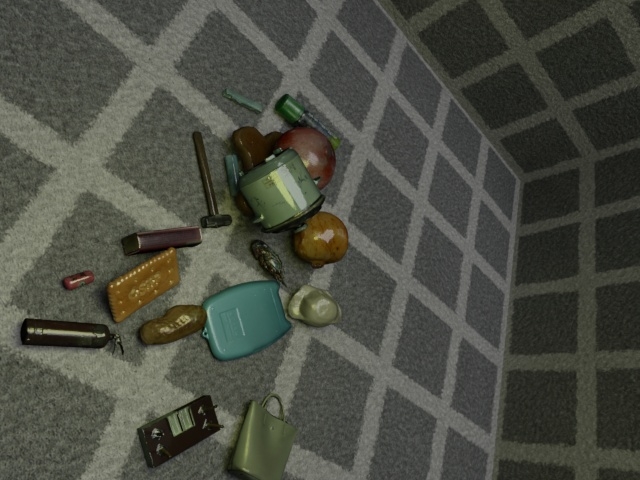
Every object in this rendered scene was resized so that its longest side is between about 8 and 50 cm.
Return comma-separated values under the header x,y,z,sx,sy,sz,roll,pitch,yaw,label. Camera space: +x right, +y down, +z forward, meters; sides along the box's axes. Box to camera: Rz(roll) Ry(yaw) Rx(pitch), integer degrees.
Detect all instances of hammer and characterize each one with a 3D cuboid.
x,y,z,sx,sy,sz,roll,pitch,yaw,label
-0.699,0.115,1.418,0.083,0.043,0.043,-23,94,-46,hammer
-0.413,-0.225,1.795,0.111,0.043,0.366,-7,82,-44,hammer

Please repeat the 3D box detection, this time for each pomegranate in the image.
x,y,z,sx,sy,sz,roll,pitch,yaw,label
0.000,0.000,1.997,0.248,0.248,0.249,15,68,-40,pomegranate

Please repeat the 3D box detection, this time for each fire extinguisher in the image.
x,y,z,sx,sy,sz,roll,pitch,yaw,label
-0.681,0.272,1.364,0.267,0.072,0.089,15,59,-40,fire extinguisher

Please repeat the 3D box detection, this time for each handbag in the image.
x,y,z,sx,sy,sz,roll,pitch,yaw,label
-0.181,0.683,1.700,0.241,0.109,0.316,44,48,-26,handbag

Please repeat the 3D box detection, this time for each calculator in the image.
x,y,z,sx,sy,sz,roll,pitch,yaw,label
-0.264,0.283,1.776,0.386,0.054,0.257,-15,88,-44,calculator

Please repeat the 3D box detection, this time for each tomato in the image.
x,y,z,sx,sy,sz,roll,pitch,yaw,label
-0.057,-0.321,1.945,0.270,0.226,0.271,30,53,-50,tomato

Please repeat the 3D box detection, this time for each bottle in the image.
x,y,z,sx,sy,sz,roll,pitch,yaw,label
-0.055,-0.517,2.187,0.330,0.093,0.093,35,56,-31,bottle

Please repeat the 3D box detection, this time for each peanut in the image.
x,y,z,sx,sy,sz,roll,pitch,yaw,label
-0.466,0.266,1.560,0.225,0.095,0.108,-22,77,-41,peanut

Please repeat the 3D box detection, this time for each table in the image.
x,y,z,sx,sy,sz,roll,pitch,yaw,label
-0.413,0.581,1.500,0.240,0.111,0.122,-17,89,-45,table

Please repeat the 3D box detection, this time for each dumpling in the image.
x,y,z,sx,sy,sz,roll,pitch,yaw,label
-0.013,0.267,1.966,0.250,0.132,0.163,16,73,-29,dumpling

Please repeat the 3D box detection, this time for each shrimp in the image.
x,y,z,sx,sy,sz,roll,pitch,yaw,label
-0.185,0.092,1.872,0.233,0.090,0.079,55,29,6,shrimp

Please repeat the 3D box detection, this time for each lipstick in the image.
x,y,z,sx,sy,sz,roll,pitch,yaw,label
-0.332,-0.246,1.872,0.048,0.048,0.158,-3,80,-44,lipstick

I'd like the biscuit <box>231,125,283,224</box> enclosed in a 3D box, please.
x,y,z,sx,sy,sz,roll,pitch,yaw,label
-0.222,-0.252,1.949,0.368,0.076,0.395,-6,83,-54,biscuit

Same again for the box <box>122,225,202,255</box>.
x,y,z,sx,sy,sz,roll,pitch,yaw,label
-0.509,-0.001,1.582,0.224,0.120,0.069,-9,87,-46,box

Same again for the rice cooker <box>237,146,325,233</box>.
x,y,z,sx,sy,sz,roll,pitch,yaw,label
-0.134,-0.164,1.747,0.316,0.264,0.317,0,91,-24,rice cooker

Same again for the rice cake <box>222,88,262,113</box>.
x,y,z,sx,sy,sz,roll,pitch,yaw,label
-0.315,-0.565,1.996,0.180,0.030,0.042,19,67,-38,rice cake

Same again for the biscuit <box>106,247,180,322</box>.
x,y,z,sx,sy,sz,roll,pitch,yaw,label
-0.538,0.136,1.508,0.249,0.030,0.160,-37,145,-43,biscuit
